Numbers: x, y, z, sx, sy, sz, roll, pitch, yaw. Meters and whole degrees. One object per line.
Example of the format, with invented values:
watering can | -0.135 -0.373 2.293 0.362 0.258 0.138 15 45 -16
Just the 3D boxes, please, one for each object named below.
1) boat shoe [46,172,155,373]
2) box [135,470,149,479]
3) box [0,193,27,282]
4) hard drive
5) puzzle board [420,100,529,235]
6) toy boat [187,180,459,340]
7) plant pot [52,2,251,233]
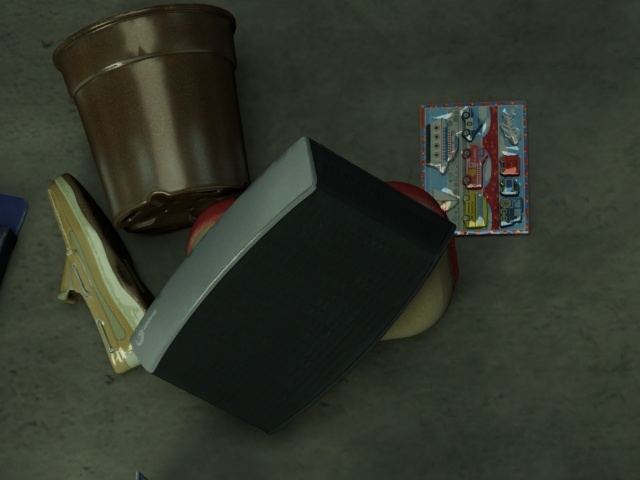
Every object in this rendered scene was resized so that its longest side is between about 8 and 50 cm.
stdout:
boat shoe | -0.205 0.030 1.699 0.072 0.068 0.190 -33 70 7
box | -0.154 0.289 1.574 0.042 0.109 0.178 -5 70 7
box | -0.361 0.047 1.726 0.136 0.036 0.225 12 71 11
hard drive | -0.025 0.048 1.564 0.172 0.254 0.054 30 30 -21
puzzle board | 0.138 -0.065 1.719 0.096 0.011 0.128 -1 70 6
toy boat | 0.000 0.000 1.661 0.231 0.151 0.151 -7 39 4
plant pot | -0.139 -0.102 1.692 0.167 0.167 0.165 -14 76 2
